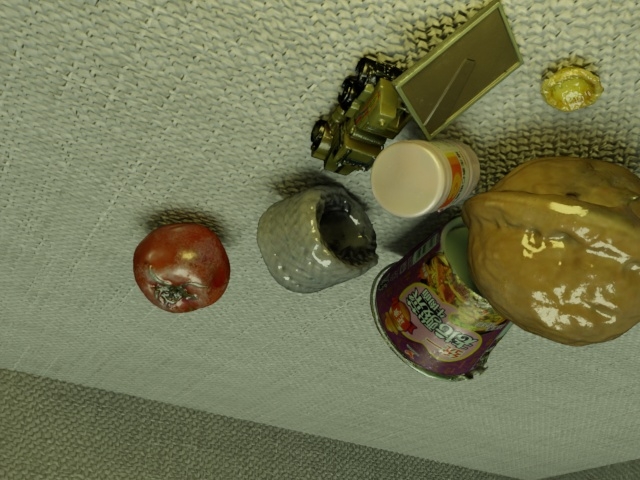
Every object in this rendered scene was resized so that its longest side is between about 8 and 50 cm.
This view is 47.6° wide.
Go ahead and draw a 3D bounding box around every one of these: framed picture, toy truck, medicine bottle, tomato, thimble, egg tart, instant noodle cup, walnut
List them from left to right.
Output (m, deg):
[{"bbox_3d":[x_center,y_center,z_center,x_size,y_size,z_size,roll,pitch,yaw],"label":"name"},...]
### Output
[{"bbox_3d":[-0.322,0.056,1.716,0.232,0.188,0.232,0,135,0],"label":"tomato"},{"bbox_3d":[0.000,0.000,1.550,0.157,0.217,0.246,-19,150,36],"label":"thimble"},{"bbox_3d":[0.078,-0.199,1.289,0.127,0.127,0.257,15,152,-21],"label":"toy truck"},{"bbox_3d":[0.193,-0.116,1.295,0.133,0.133,0.250,-13,-178,27],"label":"medicine bottle"},{"bbox_3d":[0.222,-0.267,1.155,0.203,0.015,0.150,-39,139,6],"label":"framed picture"},{"bbox_3d":[0.319,0.112,1.637,0.340,0.339,0.266,15,138,-19],"label":"instant noodle cup"},{"bbox_3d":[0.469,0.019,1.383,0.384,0.383,0.383,3,150,2],"label":"walnut"},{"bbox_3d":[0.422,-0.259,1.222,0.105,0.039,0.105,3,150,2],"label":"egg tart"}]

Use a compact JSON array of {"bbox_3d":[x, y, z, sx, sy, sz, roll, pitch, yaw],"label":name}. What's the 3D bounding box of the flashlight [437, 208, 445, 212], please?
[{"bbox_3d":[0.193,-0.109,1.504,0.201,0.047,0.093,22,146,-29],"label":"flashlight"}]
